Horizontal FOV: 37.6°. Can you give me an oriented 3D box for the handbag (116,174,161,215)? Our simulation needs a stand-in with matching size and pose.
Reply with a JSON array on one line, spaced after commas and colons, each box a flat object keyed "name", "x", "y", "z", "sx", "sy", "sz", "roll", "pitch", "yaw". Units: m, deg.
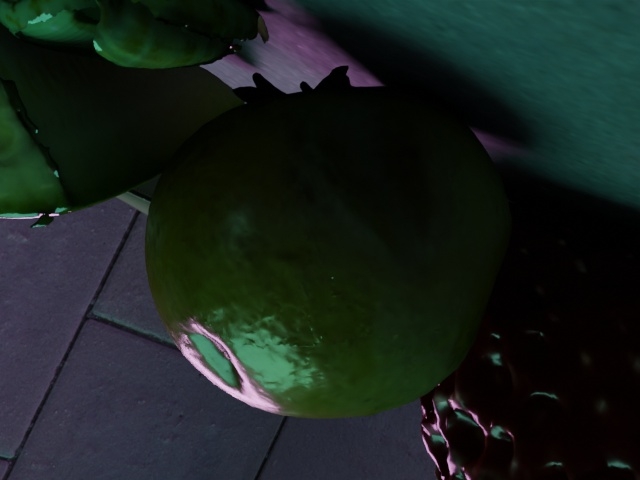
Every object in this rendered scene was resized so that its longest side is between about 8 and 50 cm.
[{"name": "handbag", "x": -0.177, "y": -0.082, "z": 1.081, "sx": 0.315, "sy": 0.109, "sz": 0.241, "roll": 22, "pitch": -160, "yaw": 21}]

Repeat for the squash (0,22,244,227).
[{"name": "squash", "x": -0.173, "y": -0.117, "z": 0.583, "sx": 0.203, "sy": 0.111, "sz": 0.289, "roll": 60, "pitch": -159, "yaw": -13}]

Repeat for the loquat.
[{"name": "loquat", "x": 0.005, "y": -0.001, "z": 0.537, "sx": 0.213, "sy": 0.213, "sz": 0.213, "roll": 26, "pitch": 177, "yaw": 1}]

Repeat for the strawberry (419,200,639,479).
[{"name": "strawberry", "x": 0.179, "y": 0.116, "z": 0.663, "sx": 0.345, "sy": 0.295, "sz": 0.317, "roll": 42, "pitch": -140, "yaw": 21}]

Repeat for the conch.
[{"name": "conch", "x": -0.083, "y": -0.119, "z": 0.477, "sx": 0.105, "sy": 0.079, "sz": 0.170, "roll": 36, "pitch": -162, "yaw": 36}]
